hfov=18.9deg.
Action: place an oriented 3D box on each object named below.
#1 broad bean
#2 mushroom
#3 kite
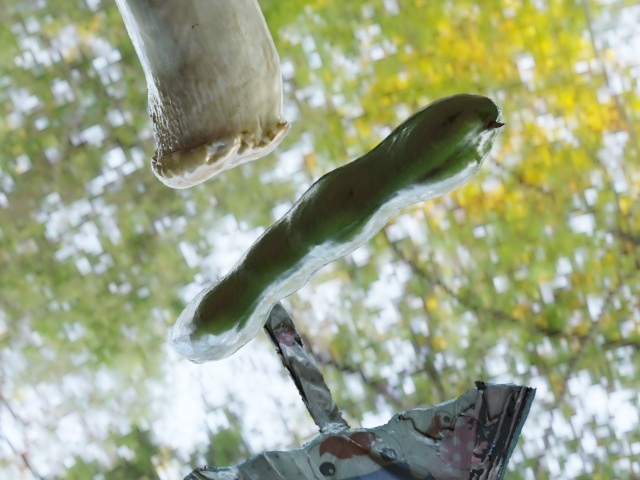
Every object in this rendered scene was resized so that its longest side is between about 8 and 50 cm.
[{"bbox_3d":[0.000,0.000,1.031,0.256,0.053,0.052,-40,-124,30],"label":"broad bean"},{"bbox_3d":[-0.097,-0.213,1.379,0.122,0.351,0.095,-6,-169,-2],"label":"mushroom"},{"bbox_3d":[0.025,0.167,1.476,0.335,0.314,0.011,-21,-173,28],"label":"kite"}]
